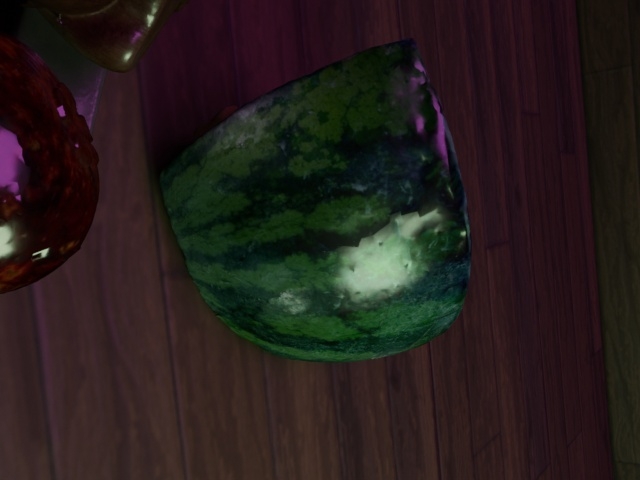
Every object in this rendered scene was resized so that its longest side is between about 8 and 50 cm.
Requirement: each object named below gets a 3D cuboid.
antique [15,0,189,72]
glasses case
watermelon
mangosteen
[{"bbox_3d":[-0.140,-0.221,0.469,0.143,0.121,0.257,30,38,-16],"label":"antique"},{"bbox_3d":[-0.194,-0.098,0.493,0.072,0.042,0.190,23,69,-43],"label":"glasses case"},{"bbox_3d":[-0.017,0.009,0.657,0.222,0.319,0.292,-19,98,-19],"label":"watermelon"},{"bbox_3d":[-0.208,-0.028,0.379,0.146,0.181,0.156,46,9,-39],"label":"mangosteen"}]
